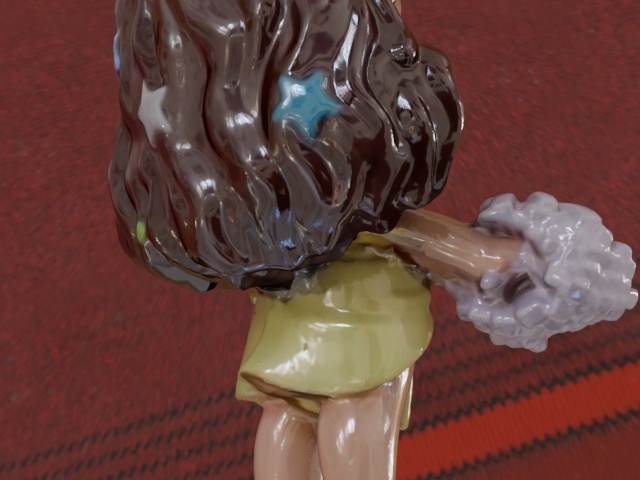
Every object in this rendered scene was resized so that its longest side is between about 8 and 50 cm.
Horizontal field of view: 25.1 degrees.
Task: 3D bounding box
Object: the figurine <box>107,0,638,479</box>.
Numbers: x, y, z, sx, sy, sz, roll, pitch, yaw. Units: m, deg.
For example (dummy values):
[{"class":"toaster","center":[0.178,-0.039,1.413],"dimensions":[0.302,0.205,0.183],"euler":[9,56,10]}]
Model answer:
[{"class":"figurine","center":[-0.001,-0.002,0.477],"dimensions":[0.116,0.175,0.240],"euler":[-13,89,-40]}]
